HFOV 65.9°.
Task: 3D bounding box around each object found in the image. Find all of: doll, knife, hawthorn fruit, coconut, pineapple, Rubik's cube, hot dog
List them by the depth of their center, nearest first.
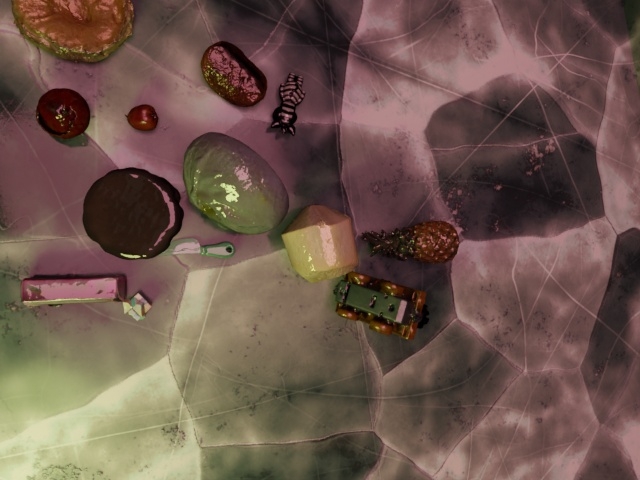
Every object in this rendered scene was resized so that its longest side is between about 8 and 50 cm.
[{"bbox_3d":[-0.733,-0.363,1.418,0.148,0.172,0.148,-12,111,-33],"label":"hawthorn fruit"},{"bbox_3d":[-0.568,0.206,1.521,0.075,0.084,0.073,44,74,4],"label":"Rubik's cube"},{"bbox_3d":[-0.554,-0.378,1.526,0.093,0.081,0.081,-8,93,12],"label":"hawthorn fruit"},{"bbox_3d":[-0.274,-0.532,1.594,0.227,0.099,0.160,44,78,-14],"label":"hot dog"},{"bbox_3d":[-0.406,0.023,1.597,0.260,0.034,0.063,2,86,-14],"label":"knife"},{"bbox_3d":[0.000,0.000,1.619,0.239,0.239,0.244,-18,96,-16],"label":"coconut"},{"bbox_3d":[-0.108,-0.458,1.666,0.091,0.067,0.219,16,80,-14],"label":"doll"},{"bbox_3d":[0.310,0.010,1.755,0.341,0.169,0.169,-1,91,-14],"label":"pineapple"}]

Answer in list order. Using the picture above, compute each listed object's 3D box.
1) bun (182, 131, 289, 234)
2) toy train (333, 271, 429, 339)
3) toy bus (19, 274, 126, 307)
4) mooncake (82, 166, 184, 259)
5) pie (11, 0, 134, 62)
[{"bbox_3d":[-0.270,-0.157,1.478,0.362,0.362,0.211,43,76,-13],"label":"bun"},{"bbox_3d":[0.197,0.209,1.644,0.232,0.369,0.163,18,87,-44],"label":"toy train"},{"bbox_3d":[-0.722,0.148,1.459,0.274,0.112,0.090,-1,83,-17],"label":"toy bus"},{"bbox_3d":[-0.557,-0.080,1.490,0.283,0.141,0.283,0,92,-8],"label":"mooncake"},{"bbox_3d":[-0.727,-0.692,1.461,0.340,0.083,0.339,0,88,-16],"label":"pie"}]
